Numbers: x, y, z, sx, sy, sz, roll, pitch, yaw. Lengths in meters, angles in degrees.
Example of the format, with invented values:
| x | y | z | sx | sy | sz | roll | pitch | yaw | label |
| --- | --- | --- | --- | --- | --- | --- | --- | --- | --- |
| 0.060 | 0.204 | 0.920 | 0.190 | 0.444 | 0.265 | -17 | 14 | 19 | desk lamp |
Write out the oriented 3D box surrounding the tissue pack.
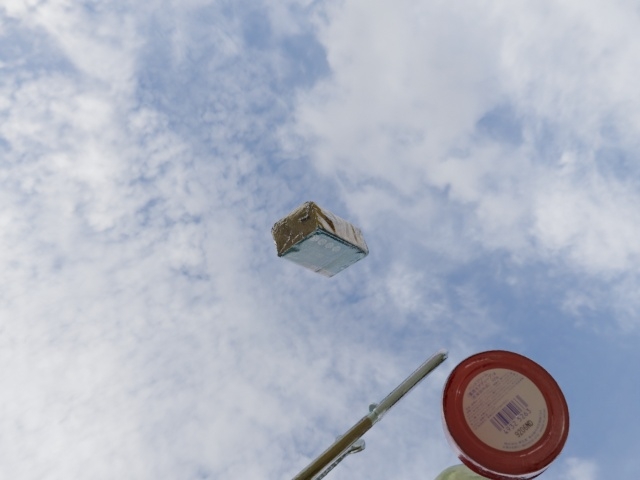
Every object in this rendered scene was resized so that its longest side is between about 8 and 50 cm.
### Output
| x | y | z | sx | sy | sz | roll | pitch | yaw | label |
| --- | --- | --- | --- | --- | --- | --- | --- | --- | --- |
| 0.000 | 0.000 | 0.951 | 0.120 | 0.169 | 0.082 | -33 | -128 | 27 | tissue pack |

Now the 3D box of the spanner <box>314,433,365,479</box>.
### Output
| x | y | z | sx | sy | sz | roll | pitch | yaw | label |
| --- | --- | --- | --- | --- | --- | --- | --- | --- | --- |
| -0.018 | 0.370 | 0.723 | 0.071 | 0.302 | 0.018 | -6 | -89 | 35 | spanner |

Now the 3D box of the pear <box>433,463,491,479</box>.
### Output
| x | y | z | sx | sy | sz | roll | pitch | yaw | label |
| --- | --- | --- | --- | --- | --- | --- | --- | --- | --- |
| 0.334 | 0.600 | 0.967 | 0.307 | 0.252 | 0.253 | 24 | -107 | -46 | pear |

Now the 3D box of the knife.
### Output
| x | y | z | sx | sy | sz | roll | pitch | yaw | label |
| --- | --- | --- | --- | --- | --- | --- | --- | --- | --- |
| 0.083 | 0.245 | 0.674 | 0.343 | 0.061 | 0.027 | -30 | -120 | -31 | knife |

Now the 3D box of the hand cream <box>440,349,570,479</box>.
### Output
| x | y | z | sx | sy | sz | roll | pitch | yaw | label |
| --- | --- | --- | --- | --- | --- | --- | --- | --- | --- |
| 0.288 | 0.280 | 0.747 | 0.193 | 0.125 | 0.193 | -8 | -122 | 13 | hand cream |
